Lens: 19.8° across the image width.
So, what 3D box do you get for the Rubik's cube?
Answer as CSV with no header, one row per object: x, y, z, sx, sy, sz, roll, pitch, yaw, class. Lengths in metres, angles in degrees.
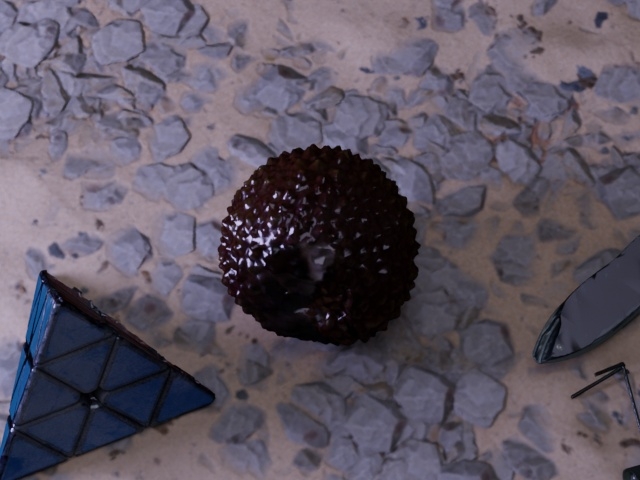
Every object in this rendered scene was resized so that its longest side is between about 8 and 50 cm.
-0.211,0.154,1.628,0.190,0.211,0.178,32,90,-9,Rubik's cube

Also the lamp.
0.276,0.168,1.622,0.054,0.041,0.121,-21,67,-18,lamp

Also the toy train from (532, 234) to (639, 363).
0.289,0.036,1.682,0.252,0.048,0.055,-38,73,-10,toy train

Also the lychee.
0.000,0.000,1.639,0.188,0.188,0.188,-1,63,1,lychee
